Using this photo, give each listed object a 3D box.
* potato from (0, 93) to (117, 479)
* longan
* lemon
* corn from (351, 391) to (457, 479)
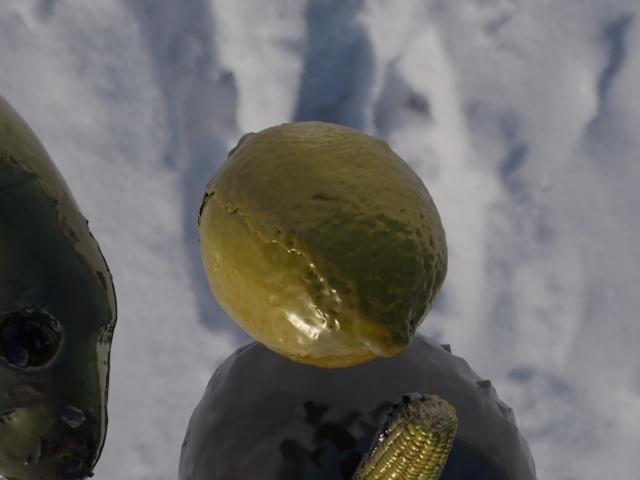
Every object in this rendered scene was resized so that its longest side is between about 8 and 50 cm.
[{"bbox_3d":[-0.229,0.033,1.303,0.191,0.296,0.141,-20,179,30],"label":"potato"},{"bbox_3d":[0.038,0.261,2.068,0.391,0.391,0.391,-21,143,-17],"label":"longan"},{"bbox_3d":[0.000,0.000,1.704,0.204,0.260,0.204,-27,145,-21],"label":"lemon"},{"bbox_3d":[0.069,0.211,1.768,0.072,0.072,0.203,-10,144,-29],"label":"corn"}]
